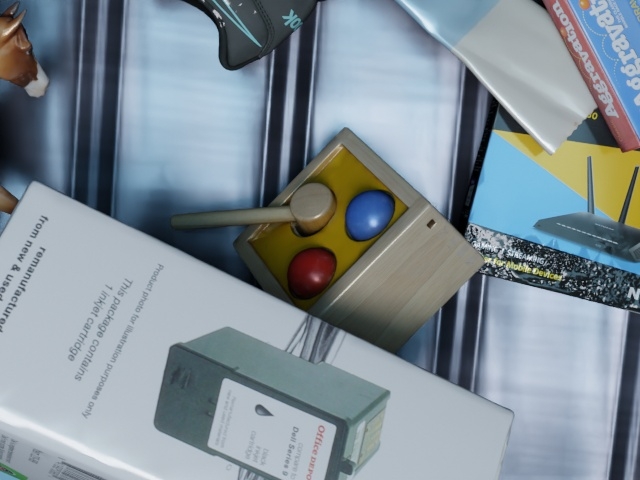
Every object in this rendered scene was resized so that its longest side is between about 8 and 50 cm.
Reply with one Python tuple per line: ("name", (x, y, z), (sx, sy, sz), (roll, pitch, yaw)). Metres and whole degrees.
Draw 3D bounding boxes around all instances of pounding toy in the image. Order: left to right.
("pounding toy", (0.000, 0.000, 0.623), (0.130, 0.141, 0.100), (-46, 131, 4))

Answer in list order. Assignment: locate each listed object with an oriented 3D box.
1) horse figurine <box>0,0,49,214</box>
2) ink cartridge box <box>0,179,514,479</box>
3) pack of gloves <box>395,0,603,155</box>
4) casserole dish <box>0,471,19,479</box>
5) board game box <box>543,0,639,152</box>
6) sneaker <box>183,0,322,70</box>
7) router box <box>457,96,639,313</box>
("horse figurine", (-0.282, -0.029, 0.618), (0.263, 0.066, 0.174), (-16, 129, 0))
("ink cartridge box", (-0.068, 0.111, 0.568), (0.289, 0.211, 0.121), (27, 65, -10))
("pack of gloves", (0.123, -0.199, 0.643), (0.232, 0.046, 0.195), (44, 75, -3))
("casserole dish", (-0.203, 0.157, 0.675), (0.188, 0.037, 0.114), (0, 82, 0))
("board game box", (0.188, -0.212, 0.617), (0.145, 0.027, 0.281), (-28, 91, -16))
("sneaker", (-0.111, -0.222, 0.612), (0.267, 0.101, 0.106), (41, 97, -4))
("router box", (0.191, -0.026, 0.657), (0.179, 0.046, 0.133), (14, 95, -1))
